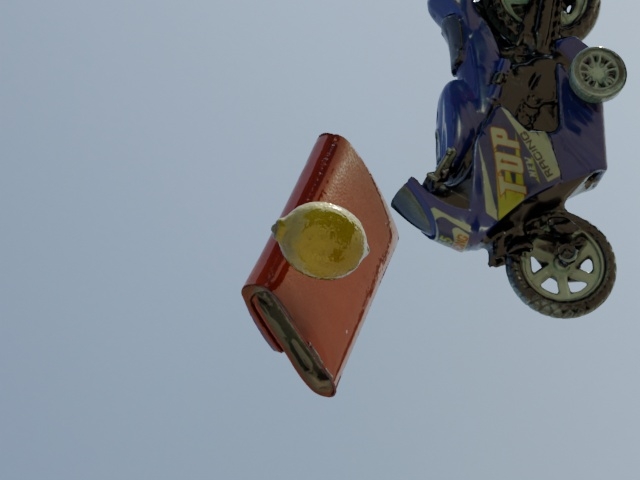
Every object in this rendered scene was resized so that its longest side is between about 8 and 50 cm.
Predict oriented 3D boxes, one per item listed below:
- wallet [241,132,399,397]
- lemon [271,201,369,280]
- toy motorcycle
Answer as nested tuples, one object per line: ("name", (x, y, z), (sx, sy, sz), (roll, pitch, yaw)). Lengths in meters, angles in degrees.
("wallet", (0.004, 0.020, 1.457), (0.142, 0.045, 0.204), (58, -141, -32))
("lemon", (0.000, 0.000, 1.293), (0.083, 0.062, 0.062), (14, -76, -14))
("toy motorcycle", (0.135, -0.093, 1.227), (0.169, 0.315, 0.113), (1, -19, -4))
